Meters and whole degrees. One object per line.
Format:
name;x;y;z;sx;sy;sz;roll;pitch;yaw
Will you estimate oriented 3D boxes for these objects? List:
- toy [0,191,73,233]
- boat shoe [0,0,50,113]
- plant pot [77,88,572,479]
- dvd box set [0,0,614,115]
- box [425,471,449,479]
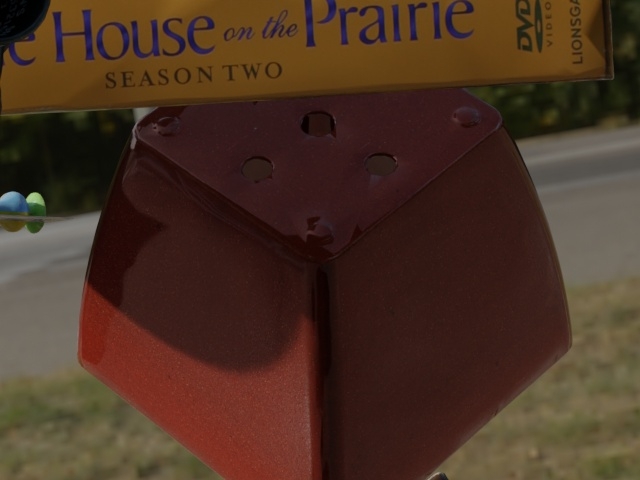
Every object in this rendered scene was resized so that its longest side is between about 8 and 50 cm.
toy;-0.380;-0.046;1.968;0.237;0.056;0.137;9;-8;-41
boat shoe;-0.148;-0.096;0.659;0.113;0.127;0.340;7;-30;13
plant pot;0.000;0.000;1.363;0.267;0.236;0.267;34;57;29
dvd box set;-0.062;-0.101;1.028;0.420;0.062;0.307;-3;5;6
box;0.089;0.336;1.035;0.191;0.381;0.143;-32;-20;-5
